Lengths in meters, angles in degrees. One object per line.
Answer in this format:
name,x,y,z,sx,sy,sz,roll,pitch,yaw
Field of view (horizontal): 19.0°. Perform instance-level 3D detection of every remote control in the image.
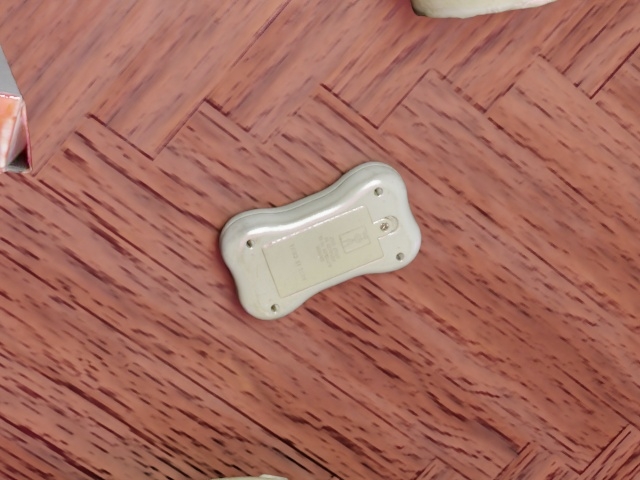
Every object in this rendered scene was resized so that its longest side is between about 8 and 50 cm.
remote control,0.000,0.000,1.184,0.122,0.032,0.074,-22,119,-6

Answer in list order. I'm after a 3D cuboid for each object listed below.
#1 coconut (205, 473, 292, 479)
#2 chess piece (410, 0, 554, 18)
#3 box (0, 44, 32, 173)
coconut,-0.051,0.292,1.197,0.237,0.237,0.266,-1,111,-15
chess piece,0.083,-0.286,1.032,0.139,0.124,0.307,-3,118,28
box,-0.269,-0.090,1.014,0.229,0.123,0.050,9,110,-20
